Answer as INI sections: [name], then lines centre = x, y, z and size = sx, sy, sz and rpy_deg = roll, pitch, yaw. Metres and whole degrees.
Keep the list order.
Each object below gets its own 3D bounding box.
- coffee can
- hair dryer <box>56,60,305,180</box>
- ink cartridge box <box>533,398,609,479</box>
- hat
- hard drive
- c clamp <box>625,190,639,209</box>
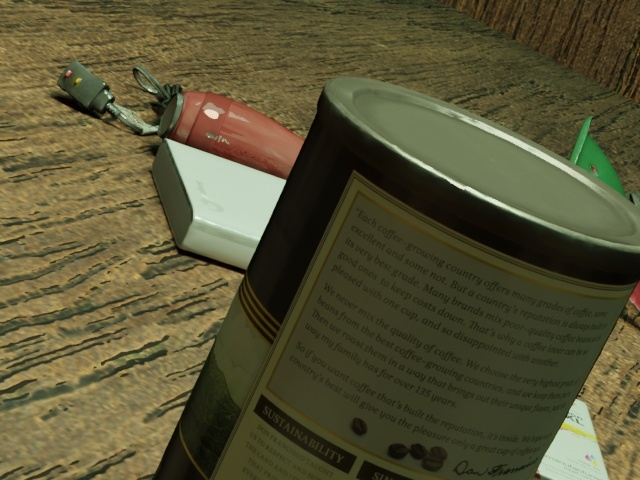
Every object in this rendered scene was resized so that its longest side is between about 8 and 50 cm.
[coffee can]
centre = 0.039, 0.074, 0.866
size = 0.201, 0.275, 0.201
rpy_deg = 23, 16, -7
[hair dryer]
centre = -0.110, -0.129, 1.617
size = 0.293, 0.080, 0.223
rpy_deg = 31, 17, 17
[ink cartridge box]
centre = 0.131, 0.155, 1.102
size = 0.127, 0.072, 0.175
rpy_deg = 23, 17, -5
[hat]
centre = 0.352, -0.014, 1.757
size = 0.183, 0.208, 0.173
rpy_deg = 22, 9, 8
[hard drive]
centre = 0.000, 0.000, 1.449
size = 0.307, 0.040, 0.203
rpy_deg = 19, 18, -21
[c clamp]
centre = 0.376, 0.006, 1.825
size = 0.022, 0.161, 0.137
rpy_deg = -5, 38, 9
